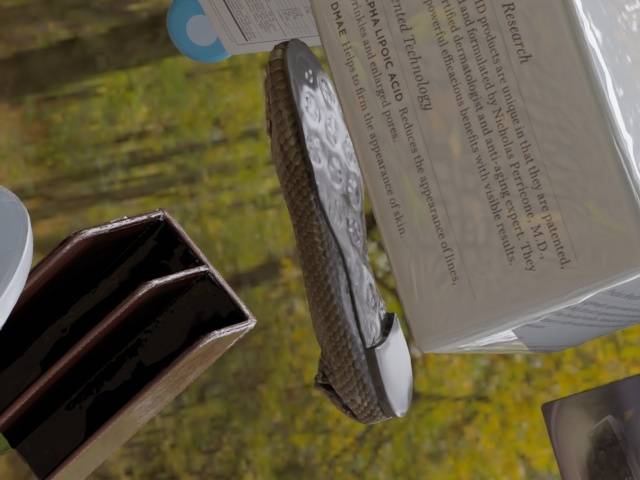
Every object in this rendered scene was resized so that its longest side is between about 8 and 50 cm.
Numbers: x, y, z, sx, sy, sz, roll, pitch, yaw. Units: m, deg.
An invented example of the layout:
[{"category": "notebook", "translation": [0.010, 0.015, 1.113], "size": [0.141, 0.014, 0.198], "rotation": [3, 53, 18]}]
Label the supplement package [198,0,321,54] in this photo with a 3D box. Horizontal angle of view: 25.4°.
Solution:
[{"category": "supplement package", "translation": [0.038, -0.272, 0.987], "size": [0.262, 0.199, 0.198], "rotation": [0, -49, 39]}]

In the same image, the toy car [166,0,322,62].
[{"category": "toy car", "translation": [-0.046, -0.315, 1.287], "size": [0.219, 0.210, 0.238], "rotation": [-66, 147, -59]}]

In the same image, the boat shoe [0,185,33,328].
[{"category": "boat shoe", "translation": [-0.303, 0.126, 0.897], "size": [0.156, 0.135, 0.367], "rotation": [100, 16, -55]}]

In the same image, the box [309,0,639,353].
[{"category": "box", "translation": [0.107, -0.046, 0.688], "size": [0.181, 0.119, 0.182], "rotation": [9, 62, -62]}]

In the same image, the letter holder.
[{"category": "letter holder", "translation": [-0.246, 0.129, 1.355], "size": [0.152, 0.302, 0.214], "rotation": [50, 18, 8]}]

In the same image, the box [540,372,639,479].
[{"category": "box", "translation": [0.406, 0.280, 1.524], "size": [0.294, 0.182, 0.296], "rotation": [137, -60, -69]}]

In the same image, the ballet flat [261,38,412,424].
[{"category": "ballet flat", "translation": [0.000, 0.000, 0.880], "size": [0.084, 0.058, 0.250], "rotation": [-47, 125, -59]}]
